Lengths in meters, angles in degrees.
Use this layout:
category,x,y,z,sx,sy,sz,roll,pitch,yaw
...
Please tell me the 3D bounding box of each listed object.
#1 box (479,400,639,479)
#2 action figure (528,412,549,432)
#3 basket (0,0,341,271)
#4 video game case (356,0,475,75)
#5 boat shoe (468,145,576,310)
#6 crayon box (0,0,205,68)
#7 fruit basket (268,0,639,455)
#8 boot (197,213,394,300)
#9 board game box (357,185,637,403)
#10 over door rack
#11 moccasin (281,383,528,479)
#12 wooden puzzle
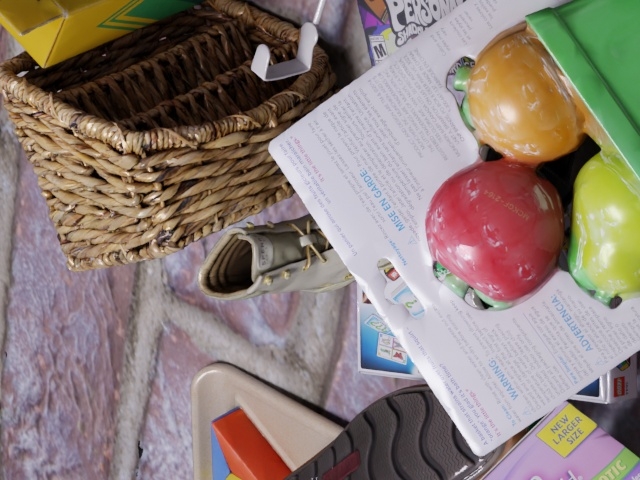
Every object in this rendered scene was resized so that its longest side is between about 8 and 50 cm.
category,x,y,z,sx,sy,sz,roll,pitch,yaw
box,0.202,0.305,1.834,0.117,0.213,0.243,38,159,30
action figure,0.186,0.229,1.981,0.137,0.063,0.232,11,113,43
basket,-0.126,-0.128,1.918,0.213,0.299,0.223,-10,104,48
video game case,0.121,-0.255,1.802,0.232,0.042,0.210,2,111,44
boat shoe,0.181,-0.037,1.753,0.079,0.084,0.233,-5,64,42
crayon box,-0.244,-0.290,1.931,0.202,0.318,0.081,47,136,16
fruit basket,0.187,-0.048,1.666,0.353,0.165,0.327,-36,84,13
boot,0.000,0.000,1.875,0.213,0.165,0.077,-30,72,42
board game box,0.161,0.043,1.879,0.305,0.053,0.193,4,97,43
over door rack,-0.019,-0.338,1.789,0.239,0.108,0.324,44,116,38
moccasin,0.087,0.244,1.953,0.380,0.147,0.139,-46,45,45
wooden puzzle,-0.021,0.338,2.232,0.348,0.080,0.322,22,125,35
